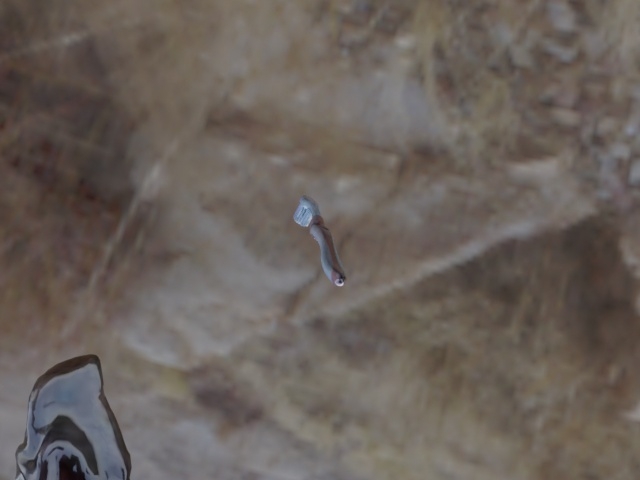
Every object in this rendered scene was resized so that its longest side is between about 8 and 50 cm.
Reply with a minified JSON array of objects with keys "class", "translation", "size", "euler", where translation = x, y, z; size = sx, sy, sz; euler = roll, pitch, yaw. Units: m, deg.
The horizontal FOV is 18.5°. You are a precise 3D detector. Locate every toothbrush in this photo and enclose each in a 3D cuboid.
[{"class":"toothbrush","translation":[0.000,0.000,1.197],"size":[0.013,0.019,0.193],"euler":[27,-171,-13]}]

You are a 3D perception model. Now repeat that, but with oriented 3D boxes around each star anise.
[{"class":"star anise","translation":[-0.142,0.190,0.869],"size":[0.129,0.283,0.212],"euler":[2,-176,-11]}]
